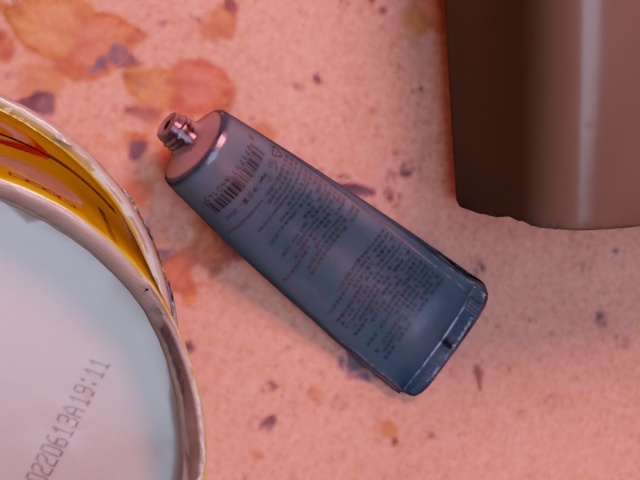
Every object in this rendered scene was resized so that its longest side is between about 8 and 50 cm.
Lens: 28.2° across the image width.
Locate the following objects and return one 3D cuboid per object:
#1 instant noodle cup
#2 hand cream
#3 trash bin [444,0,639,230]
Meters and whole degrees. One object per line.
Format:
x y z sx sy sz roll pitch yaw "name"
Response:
-0.190 0.073 0.555 0.311 0.221 0.311 -2 96 -19 "instant noodle cup"
0.000 0.000 0.713 0.224 0.048 0.083 39 84 -25 "hand cream"
0.181 -0.186 0.687 0.222 0.158 0.344 -4 98 -18 "trash bin"
